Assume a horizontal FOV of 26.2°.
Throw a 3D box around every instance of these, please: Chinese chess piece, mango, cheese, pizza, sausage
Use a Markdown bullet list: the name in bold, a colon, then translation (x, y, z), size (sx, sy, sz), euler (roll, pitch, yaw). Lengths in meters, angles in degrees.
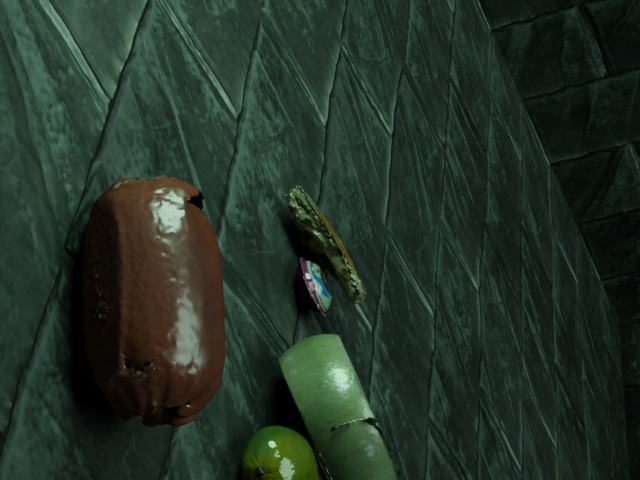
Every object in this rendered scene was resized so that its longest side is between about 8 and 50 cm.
- **Chinese chess piece**: translation (0.027, 0.237, 1.810), size (0.238, 0.092, 0.237), euler (157, -90, -88)
- **mango**: translation (-0.038, 0.307, 1.715), size (0.191, 0.086, 0.122), euler (53, 25, -44)
- **cheese**: translation (-0.006, 0.068, 2.011), size (0.145, 0.038, 0.095), euler (5, 64, -81)
- **pizza**: translation (0.000, 0.000, 2.020), size (0.195, 0.052, 0.185), euler (57, 1, -28)
- **sausage**: translation (-0.175, 0.057, 1.443), size (0.152, 0.152, 0.279), euler (42, 39, -56)
